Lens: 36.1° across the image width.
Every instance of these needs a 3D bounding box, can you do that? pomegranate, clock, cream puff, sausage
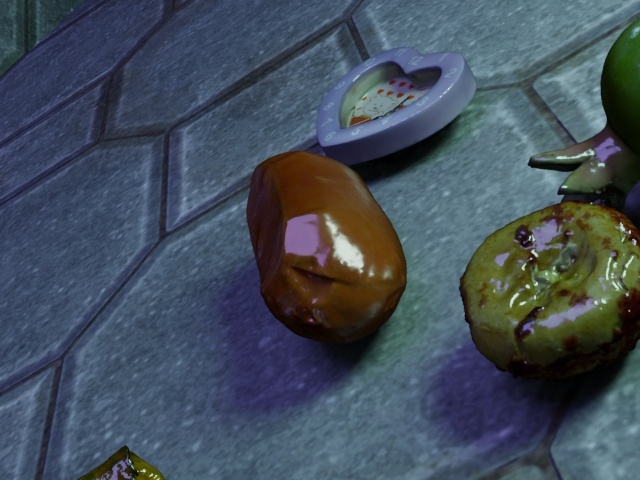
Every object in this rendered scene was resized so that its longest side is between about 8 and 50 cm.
[{"bbox_3d":[0.255,-0.087,0.738,0.191,0.152,0.131,-38,59,5],"label":"pomegranate"},{"bbox_3d":[0.075,-0.136,1.078,0.172,0.064,0.198,-44,30,-14],"label":"clock"},{"bbox_3d":[0.171,0.043,0.698,0.149,0.084,0.149,-25,36,20],"label":"cream puff"},{"bbox_3d":[0.002,0.001,0.894,0.133,0.133,0.258,-33,29,5],"label":"sausage"}]

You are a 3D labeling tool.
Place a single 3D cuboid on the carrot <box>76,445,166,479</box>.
[{"bbox_3d":[-0.248,0.268,0.834,0.260,0.070,0.070,-35,29,0],"label":"carrot"}]
